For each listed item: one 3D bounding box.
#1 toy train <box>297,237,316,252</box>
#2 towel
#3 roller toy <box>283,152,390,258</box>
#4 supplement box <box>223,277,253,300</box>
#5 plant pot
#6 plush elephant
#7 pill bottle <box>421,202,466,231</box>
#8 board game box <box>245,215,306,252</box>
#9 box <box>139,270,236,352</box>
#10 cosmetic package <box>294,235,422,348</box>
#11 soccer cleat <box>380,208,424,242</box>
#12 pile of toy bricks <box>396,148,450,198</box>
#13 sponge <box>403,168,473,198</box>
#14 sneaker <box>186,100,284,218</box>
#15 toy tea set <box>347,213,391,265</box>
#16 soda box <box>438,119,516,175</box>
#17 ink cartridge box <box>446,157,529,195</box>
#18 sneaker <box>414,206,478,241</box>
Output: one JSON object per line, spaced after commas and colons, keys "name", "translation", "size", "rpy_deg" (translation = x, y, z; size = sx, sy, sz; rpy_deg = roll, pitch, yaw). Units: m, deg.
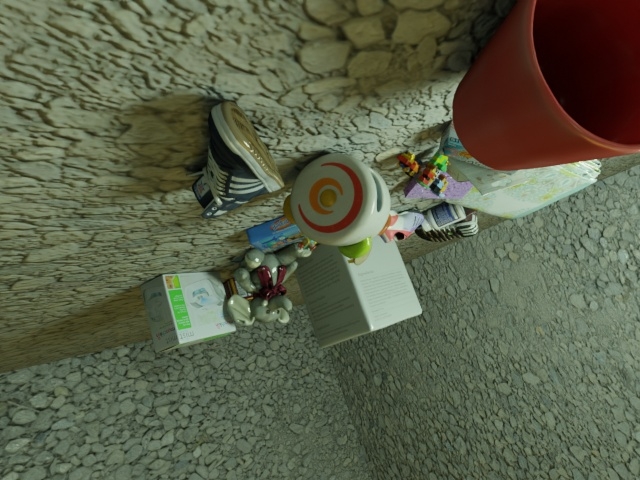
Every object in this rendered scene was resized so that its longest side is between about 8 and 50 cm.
{"name": "toy train", "translation": [0.000, 0.000, 1.463], "size": [0.166, 0.046, 0.125], "rpy_deg": [-32, 163, -12]}
{"name": "towel", "translation": [0.630, -0.191, 1.369], "size": [0.321, 0.090, 0.374], "rpy_deg": [14, 153, -23]}
{"name": "roller toy", "translation": [0.039, -0.084, 0.905], "size": [0.191, 0.209, 0.146], "rpy_deg": [-59, 157, 11]}
{"name": "supplement box", "translation": [-0.379, 0.232, 1.829], "size": [0.081, 0.104, 0.188], "rpy_deg": [-9, 164, -41]}
{"name": "plant pot", "translation": [0.340, -0.227, 0.630], "size": [0.275, 0.274, 0.243], "rpy_deg": [-16, 178, -14]}
{"name": "plush elephant", "translation": [-0.193, 0.182, 1.539], "size": [0.272, 0.255, 0.330], "rpy_deg": [-6, 162, -47]}
{"name": "pill bottle", "translation": [0.501, -0.101, 1.755], "size": [0.169, 0.094, 0.094], "rpy_deg": [-25, 167, 25]}
{"name": "board game box", "translation": [-0.096, -0.031, 1.255], "size": [0.210, 0.047, 0.160], "rpy_deg": [-19, 167, 2]}
{"name": "box", "translation": [-0.447, 0.237, 1.451], "size": [0.127, 0.231, 0.262], "rpy_deg": [-26, 166, 27]}
{"name": "cosmetic package", "translation": [0.145, 0.190, 1.771], "size": [0.328, 0.393, 0.329], "rpy_deg": [-8, 163, -41]}
{"name": "soccer cleat", "translation": [0.308, -0.051, 1.619], "size": [0.109, 0.116, 0.318], "rpy_deg": [-29, 164, 36]}
{"name": "pile of toy bricks", "translation": [0.288, -0.187, 1.081], "size": [0.105, 0.118, 0.212], "rpy_deg": [-56, 147, 11]}
{"name": "sponge", "translation": [0.368, -0.168, 1.283], "size": [0.210, 0.031, 0.117], "rpy_deg": [-1, 153, -20]}
{"name": "sneaker", "translation": [-0.158, -0.113, 0.683], "size": [0.153, 0.099, 0.282], "rpy_deg": [-22, 171, 3]}
{"name": "toy tea set", "translation": [0.093, -0.076, 1.217], "size": [0.200, 0.124, 0.336], "rpy_deg": [-51, 152, -12]}
{"name": "soda box", "translation": [0.364, -0.207, 0.957], "size": [0.183, 0.062, 0.058], "rpy_deg": [16, 162, -2]}
{"name": "ink cartridge box", "translation": [0.438, -0.179, 1.139], "size": [0.146, 0.179, 0.045], "rpy_deg": [-17, 139, -11]}
{"name": "sneaker", "translation": [0.559, -0.088, 1.860], "size": [0.282, 0.162, 0.106], "rpy_deg": [-4, 142, 40]}
